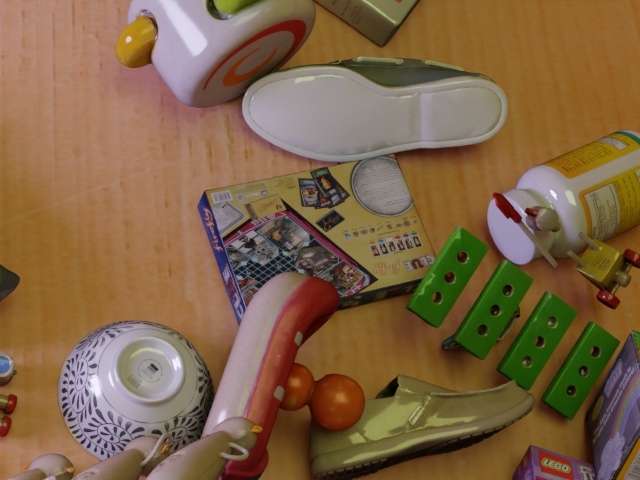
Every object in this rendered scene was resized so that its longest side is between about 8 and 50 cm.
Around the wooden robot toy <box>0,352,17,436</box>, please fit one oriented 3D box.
[{"bbox_3d":[-0.344,0.151,1.592,0.076,0.079,0.173,14,62,-10],"label":"wooden robot toy"}]

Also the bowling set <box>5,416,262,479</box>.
[{"bbox_3d":[-0.178,0.292,1.525,0.154,0.287,0.199,-33,111,-56],"label":"bowling set"}]

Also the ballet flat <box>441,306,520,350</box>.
[{"bbox_3d":[0.190,0.104,1.805,0.114,0.041,0.041,-34,78,-27],"label":"ballet flat"}]

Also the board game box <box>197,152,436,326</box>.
[{"bbox_3d":[0.000,0.000,1.795,0.243,0.042,0.165,-12,68,-22],"label":"board game box"}]

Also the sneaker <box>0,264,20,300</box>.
[{"bbox_3d":[-0.424,-0.035,1.659,0.121,0.111,0.300,-10,64,-45],"label":"sneaker"}]

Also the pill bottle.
[{"bbox_3d":[0.307,-0.047,1.870,0.208,0.117,0.117,-24,74,-26],"label":"pill bottle"}]

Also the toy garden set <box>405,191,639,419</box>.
[{"bbox_3d":[0.238,0.053,1.775,0.244,0.049,0.203,35,83,-19],"label":"toy garden set"}]

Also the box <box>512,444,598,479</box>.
[{"bbox_3d":[0.353,0.340,1.674,0.293,0.057,0.201,19,28,-8],"label":"box"}]

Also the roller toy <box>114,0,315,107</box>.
[{"bbox_3d":[-0.119,-0.259,1.803,0.146,0.209,0.191,54,23,12],"label":"roller toy"}]

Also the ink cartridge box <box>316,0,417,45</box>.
[{"bbox_3d":[0.058,-0.414,2.009,0.239,0.060,0.275,35,60,0],"label":"ink cartridge box"}]

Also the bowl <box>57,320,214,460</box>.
[{"bbox_3d":[-0.186,0.147,1.643,0.170,0.080,0.170,7,62,-14],"label":"bowl"}]

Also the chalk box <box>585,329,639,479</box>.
[{"bbox_3d":[0.384,0.199,1.742,0.132,0.132,0.213,20,28,-7],"label":"chalk box"}]

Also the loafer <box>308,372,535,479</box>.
[{"bbox_3d":[0.108,0.187,1.702,0.269,0.102,0.092,-12,75,-22],"label":"loafer"}]

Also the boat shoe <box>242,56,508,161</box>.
[{"bbox_3d":[0.060,-0.165,1.883,0.320,0.116,0.099,-1,23,-11],"label":"boat shoe"}]

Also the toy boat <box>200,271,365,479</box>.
[{"bbox_3d":[-0.026,0.150,1.626,0.151,0.151,0.231,19,70,-2],"label":"toy boat"}]
